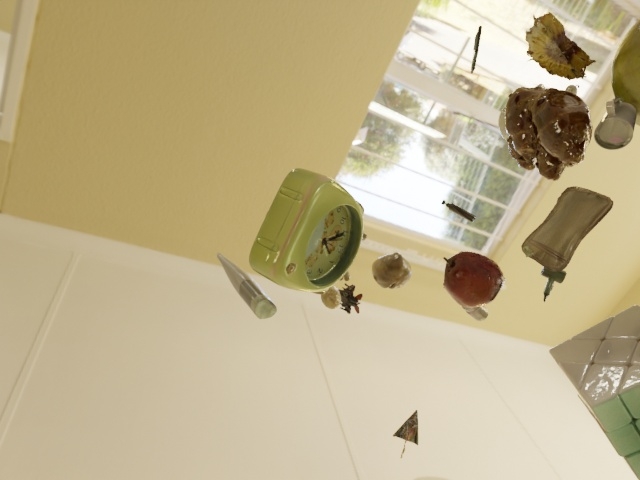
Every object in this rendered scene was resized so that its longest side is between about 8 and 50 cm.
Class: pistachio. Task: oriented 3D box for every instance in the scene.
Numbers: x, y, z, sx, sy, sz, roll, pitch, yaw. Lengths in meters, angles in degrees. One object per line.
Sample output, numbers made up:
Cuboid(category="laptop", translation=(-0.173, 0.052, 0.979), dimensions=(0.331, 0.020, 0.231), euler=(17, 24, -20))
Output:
Cuboid(category="pistachio", translation=(0.229, 0.096, 1.497), dimensions=(0.125, 0.124, 0.185), euler=(21, -178, -14))

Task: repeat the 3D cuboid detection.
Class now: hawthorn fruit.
Cuboid(category="hawthorn fruit", translation=(0.382, 0.094, 1.199), dimensions=(0.172, 0.148, 0.148), euler=(31, -161, -18))

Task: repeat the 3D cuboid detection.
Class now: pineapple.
Cuboid(category="pineapple", translation=(0.686, -0.567, 1.369), dimensions=(0.233, 0.079, 0.135), euler=(41, 173, -15))

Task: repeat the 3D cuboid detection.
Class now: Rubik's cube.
Cuboid(category="Rubik's cube", translation=(0.960, 0.447, 1.396), dimensions=(0.316, 0.322, 0.318), euler=(52, -166, -12))

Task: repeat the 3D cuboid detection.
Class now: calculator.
Cuboid(category="calculator", translation=(0.503, -0.614, 1.496), dimensions=(0.019, 0.141, 0.094), euler=(8, -175, 12))

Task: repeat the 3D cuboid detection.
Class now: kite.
Cuboid(category="kite", translation=(0.283, 0.622, 1.486), dimensions=(0.010, 0.159, 0.190), euler=(8, 156, 43))

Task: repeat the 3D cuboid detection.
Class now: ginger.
Cuboid(category="ginger", translation=(0.708, -0.340, 1.461), dimensions=(0.153, 0.274, 0.357), euler=(-1, -157, -19))

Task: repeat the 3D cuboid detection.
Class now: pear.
Cuboid(category="pear", translation=(0.926, -0.430, 1.160), dimensions=(0.352, 0.351, 0.413), euler=(34, -136, 19))

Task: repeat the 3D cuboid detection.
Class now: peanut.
Cuboid(category="peanut", translation=(0.040, 0.214, 1.733), dimensions=(0.082, 0.082, 0.187), euler=(27, 177, 3))

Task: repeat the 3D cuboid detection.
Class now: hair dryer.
Cuboid(category="hair dryer", translation=(0.760, 0.148, 1.533), dimensions=(0.071, 0.047, 0.150), euler=(25, -122, 20))

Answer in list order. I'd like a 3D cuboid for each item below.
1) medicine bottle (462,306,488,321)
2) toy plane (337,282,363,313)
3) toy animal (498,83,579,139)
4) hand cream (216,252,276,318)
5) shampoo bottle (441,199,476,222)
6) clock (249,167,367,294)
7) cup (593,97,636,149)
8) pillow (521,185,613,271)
Cuboid(category="medicine bottle", translation=(0.487, 0.216, 1.457), dimensions=(0.089, 0.052, 0.052), euler=(36, -166, -32))
Cuboid(category="toy plane", translation=(0.082, 0.221, 1.849), dimensions=(0.189, 0.130, 0.061), euler=(18, -158, 25))
Cuboid(category="toy animal", translation=(0.843, -0.482, 1.780), dimensions=(0.290, 0.248, 0.174), euler=(15, -176, 0))
Cuboid(category="hand cream", translation=(-0.172, 0.098, 1.042), dimensions=(0.079, 0.048, 0.255), euler=(53, 171, -36))
Cuboid(category="shampoo bottle", translation=(0.518, -0.112, 1.737), dimensions=(0.137, 0.027, 0.048), euler=(34, 171, 22))
Cuboid(category="clock", translation=(0.000, 0.000, 0.999), dimensions=(0.096, 0.234, 0.308), euler=(23, 178, 35))
Cuboid(category="cup", translation=(0.663, -0.273, 1.036), dimensions=(0.074, 0.104, 0.116), euler=(-5, -148, 46))
Cuboid(category="pillow", translation=(0.628, -0.034, 1.186), dimensions=(0.038, 0.232, 0.131), euler=(32, -174, -42))
